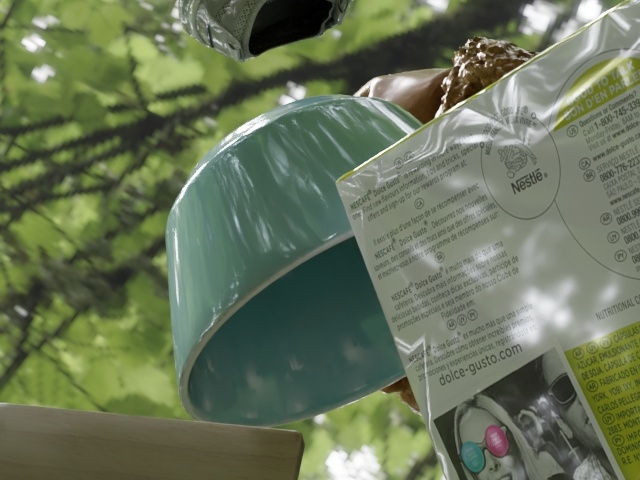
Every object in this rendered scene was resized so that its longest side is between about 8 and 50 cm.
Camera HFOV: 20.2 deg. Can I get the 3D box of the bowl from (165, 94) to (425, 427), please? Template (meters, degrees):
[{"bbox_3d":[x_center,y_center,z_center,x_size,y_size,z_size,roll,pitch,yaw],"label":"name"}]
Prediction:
[{"bbox_3d":[0.000,0.000,1.430,0.311,0.163,0.311,-23,-25,-11],"label":"bowl"}]

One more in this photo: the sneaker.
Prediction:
[{"bbox_3d":[0.010,-0.242,1.713,0.281,0.115,0.105,-30,-43,-11],"label":"sneaker"}]

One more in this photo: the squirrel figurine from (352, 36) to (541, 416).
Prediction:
[{"bbox_3d":[0.164,0.000,1.930,0.281,0.397,0.370,15,-110,-10],"label":"squirrel figurine"}]

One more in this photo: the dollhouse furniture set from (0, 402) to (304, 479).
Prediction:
[{"bbox_3d":[-0.135,0.246,0.747,0.198,0.286,0.303,79,-161,-53],"label":"dollhouse furniture set"}]

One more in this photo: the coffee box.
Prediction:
[{"bbox_3d":[0.279,0.021,1.163,0.338,0.338,0.334,-15,-100,-37],"label":"coffee box"}]
